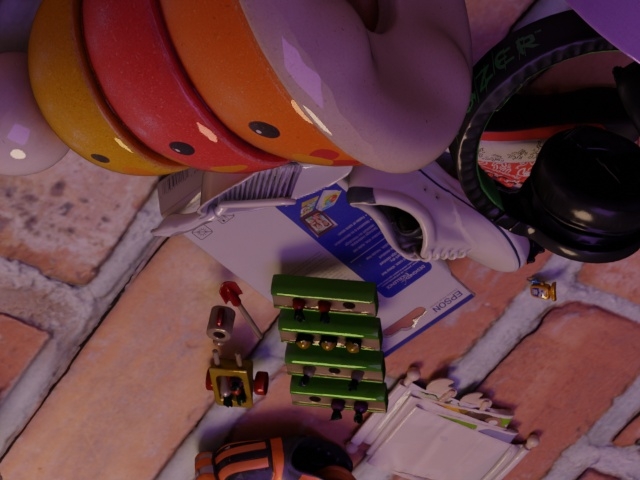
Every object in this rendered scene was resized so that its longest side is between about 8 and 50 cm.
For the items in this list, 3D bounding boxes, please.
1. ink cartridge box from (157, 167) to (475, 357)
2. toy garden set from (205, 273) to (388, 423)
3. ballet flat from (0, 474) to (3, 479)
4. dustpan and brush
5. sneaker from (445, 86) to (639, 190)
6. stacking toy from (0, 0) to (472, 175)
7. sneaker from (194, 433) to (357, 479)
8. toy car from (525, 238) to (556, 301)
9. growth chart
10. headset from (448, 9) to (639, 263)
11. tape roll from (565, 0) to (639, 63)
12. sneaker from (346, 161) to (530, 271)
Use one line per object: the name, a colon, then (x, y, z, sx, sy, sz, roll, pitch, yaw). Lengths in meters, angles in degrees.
ink cartridge box: (0.000, 0.000, 1.896, 0.165, 0.065, 0.333, -35, 127, 19)
toy garden set: (-0.036, 0.123, 1.939, 0.204, 0.049, 0.244, 5, 146, 9)
ballet flat: (-0.543, 0.284, 1.994, 0.400, 0.139, 0.139, -10, 133, 3)
dustpan and brush: (-0.086, -0.041, 1.749, 0.211, 0.060, 0.147, -6, 178, 36)
sneaker: (0.192, -0.080, 1.846, 0.270, 0.090, 0.145, -1, 129, -14)
stacking toy: (-0.135, -0.166, 1.614, 0.480, 0.350, 0.350, -20, 135, 31)
sneaker: (-0.026, 0.358, 2.168, 0.180, 0.124, 0.321, -15, 132, 3)
toy car: (0.226, 0.031, 1.978, 0.041, 0.060, 0.122, 7, 131, 25)
growth chart: (0.151, 0.240, 2.169, 0.237, 0.021, 0.172, 29, 120, -31)
headset: (0.294, -0.099, 1.727, 0.394, 0.185, 0.243, 25, 124, -31)
tape roll: (0.321, -0.240, 1.605, 0.275, 0.274, 0.090, 18, 125, -25)
sneaker: (0.113, -0.017, 1.846, 0.258, 0.091, 0.094, 33, 159, -35)
